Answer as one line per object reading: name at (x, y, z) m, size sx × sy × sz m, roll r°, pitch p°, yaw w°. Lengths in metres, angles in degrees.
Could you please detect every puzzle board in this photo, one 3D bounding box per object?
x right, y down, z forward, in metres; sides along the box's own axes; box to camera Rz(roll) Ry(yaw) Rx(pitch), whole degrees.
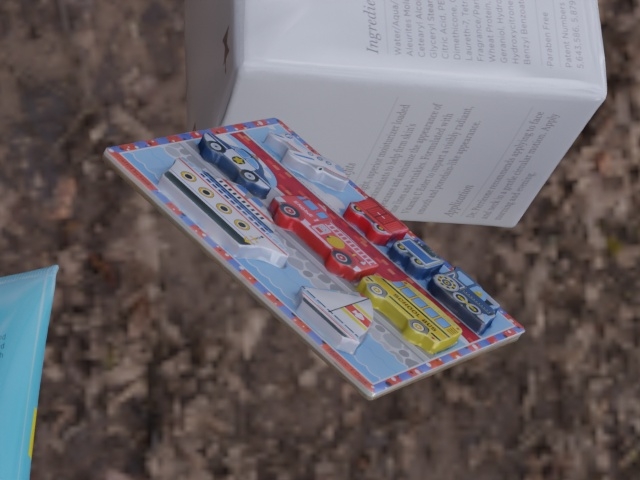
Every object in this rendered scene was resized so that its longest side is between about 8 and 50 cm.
puzzle board at (0.000, 0.000, 0.602) m, size 0.096 × 0.128 × 0.011 m, roll -15°, pitch 140°, yaw -54°

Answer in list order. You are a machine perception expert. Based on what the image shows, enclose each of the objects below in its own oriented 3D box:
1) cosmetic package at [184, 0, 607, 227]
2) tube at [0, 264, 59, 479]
cosmetic package at (0.031, -0.108, 0.911) m, size 0.151 × 0.184 × 0.151 m, roll 118°, pitch -27°, yaw -62°
tube at (-0.122, 0.104, 0.538) m, size 0.052 × 0.080 × 0.207 m, roll 67°, pitch 18°, yaw -60°
